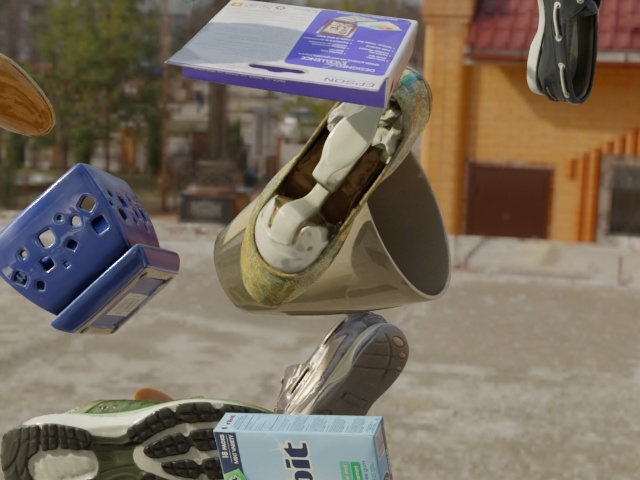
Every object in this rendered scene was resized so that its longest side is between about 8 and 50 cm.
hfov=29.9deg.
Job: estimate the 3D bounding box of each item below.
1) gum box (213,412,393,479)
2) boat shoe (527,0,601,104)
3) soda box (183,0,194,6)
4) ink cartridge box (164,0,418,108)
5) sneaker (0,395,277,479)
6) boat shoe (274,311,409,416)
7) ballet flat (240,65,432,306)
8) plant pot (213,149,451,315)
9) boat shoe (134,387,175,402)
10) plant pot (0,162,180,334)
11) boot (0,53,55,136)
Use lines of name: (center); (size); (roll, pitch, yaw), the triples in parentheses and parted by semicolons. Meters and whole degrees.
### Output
gum box: (-0.013, 0.266, 1.309); (0.184, 0.157, 0.041); (-1, 24, 21)
boat shoe: (0.386, -0.356, 1.828); (0.114, 0.302, 0.091); (-26, 37, -31)
soda box: (-0.125, -0.395, 1.477); (0.067, 0.210, 0.071); (35, -1, -8)
ink cartridge box: (-0.023, -0.179, 1.176); (0.206, 0.045, 0.208); (9, 29, 11)
sneaker: (-0.228, 0.267, 1.679); (0.410, 0.158, 0.182); (-2, 16, 7)
boat shoe: (0.001, 0.263, 1.981); (0.132, 0.355, 0.130); (37, 6, -40)
ballet flat: (0.001, -0.059, 1.397); (0.123, 0.348, 0.123); (33, 18, -13)
plant pot: (0.000, 0.000, 1.645); (0.274, 0.256, 0.256); (-21, -2, 26)
boat shoe: (-0.218, 0.313, 1.902); (0.207, 0.073, 0.073); (32, 39, 31)
plant pot: (-0.390, 0.032, 2.042); (0.212, 0.236, 0.236); (48, 5, 12)
boot: (-0.463, -0.158, 1.422); (0.104, 0.211, 0.295); (-32, -55, 33)
